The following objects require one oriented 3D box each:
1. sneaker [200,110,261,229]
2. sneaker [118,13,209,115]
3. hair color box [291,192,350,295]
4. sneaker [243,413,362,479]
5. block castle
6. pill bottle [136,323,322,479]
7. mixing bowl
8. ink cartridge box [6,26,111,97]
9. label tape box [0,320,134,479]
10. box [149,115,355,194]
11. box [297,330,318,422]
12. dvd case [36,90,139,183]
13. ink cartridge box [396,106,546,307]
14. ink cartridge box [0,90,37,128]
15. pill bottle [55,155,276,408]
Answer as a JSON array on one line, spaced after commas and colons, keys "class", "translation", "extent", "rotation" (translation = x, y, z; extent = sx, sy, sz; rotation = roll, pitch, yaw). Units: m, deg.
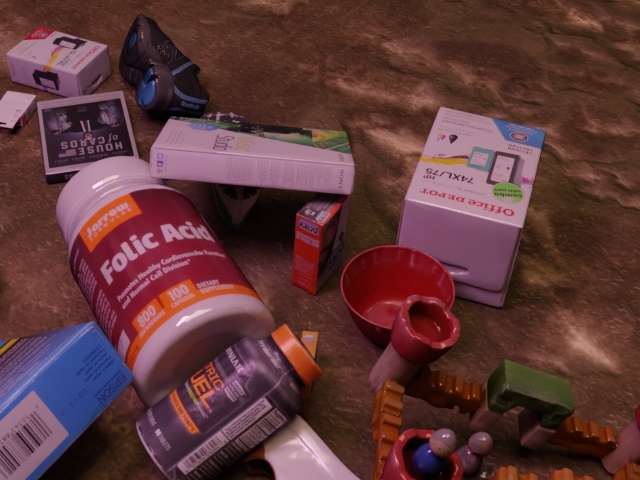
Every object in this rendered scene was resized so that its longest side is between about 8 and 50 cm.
[{"class": "sneaker", "translation": [-0.177, -0.139, 1.633], "extent": [0.107, 0.110, 0.275], "rotation": [2, 48, -15]}, {"class": "sneaker", "translation": [-0.339, -0.365, 1.873], "extent": [0.139, 0.125, 0.341], "rotation": [12, 35, -32]}, {"class": "hair color box", "translation": [0.000, 0.000, 1.465], "extent": [0.053, 0.167, 0.093], "rotation": [25, 48, 20]}, {"class": "sneaker", "translation": [0.007, 0.362, 1.158], "extent": [0.123, 0.106, 0.290], "rotation": [-36, 49, -21]}, {"class": "block castle", "translation": [0.283, 0.268, 1.103], "extent": [0.453, 0.213, 0.303], "rotation": [20, 43, -9]}, {"class": "pill bottle", "translation": [-0.117, 0.221, 1.197], "extent": [0.245, 0.130, 0.130], "rotation": [-38, 54, -4]}, {"class": "mixing bowl", "translation": [0.120, 0.106, 1.416], "extent": [0.181, 0.098, 0.181], "rotation": [2, 44, -2]}, {"class": "ink cartridge box", "translation": [-0.555, -0.379, 1.875], "extent": [0.175, 0.072, 0.127], "rotation": [17, 45, 13]}, {"class": "label tape box", "translation": [-0.442, 0.239, 1.201], "extent": [0.333, 0.106, 0.240], "rotation": [-14, 26, 46]}, {"class": "box", "translation": [-0.108, -0.147, 1.470], "extent": [0.322, 0.058, 0.232], "rotation": [6, 20, -4]}, {"class": "box", "translation": [-0.023, 0.202, 1.319], "extent": [0.028, 0.081, 0.136], "rotation": [5, 44, 1]}, {"class": "dvd case", "translation": [-0.463, -0.210, 1.741], "extent": [0.179, 0.029, 0.239], "rotation": [-10, 46, -14]}, {"class": "ink cartridge box", "translation": [0.259, -0.061, 1.526], "extent": [0.198, 0.197, 0.270], "rotation": [14, 46, 11]}, {"class": "ink cartridge box", "translation": [-0.626, -0.256, 1.776], "extent": [0.063, 0.029, 0.115], "rotation": [10, 46, 5]}, {"class": "pill bottle", "translation": [-0.251, 0.055, 1.349], "extent": [0.224, 0.224, 0.392], "rotation": [-21, 50, -24]}]
